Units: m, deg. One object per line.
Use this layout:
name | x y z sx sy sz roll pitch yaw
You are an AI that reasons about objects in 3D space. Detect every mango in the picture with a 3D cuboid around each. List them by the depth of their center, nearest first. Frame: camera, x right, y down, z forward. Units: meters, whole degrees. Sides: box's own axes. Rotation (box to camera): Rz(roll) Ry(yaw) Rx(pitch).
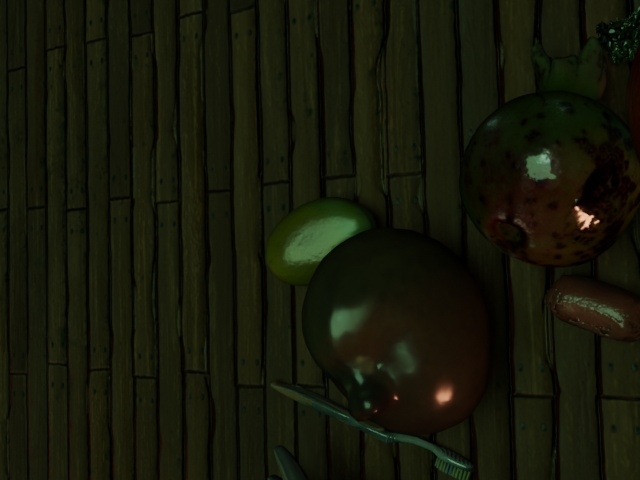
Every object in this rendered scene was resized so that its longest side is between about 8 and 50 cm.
mango | 0.000 0.000 1.292 0.194 0.092 0.130 -18 77 26

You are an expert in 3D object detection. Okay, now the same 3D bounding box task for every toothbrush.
toothbrush | 0.070 0.290 1.275 0.375 0.028 0.037 19 105 31

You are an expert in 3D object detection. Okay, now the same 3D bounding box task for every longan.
longan | 0.104 0.131 1.119 0.243 0.300 0.300 -45 65 48

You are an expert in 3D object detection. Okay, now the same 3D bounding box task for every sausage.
sausage | 0.367 0.088 1.070 0.141 0.076 0.076 20 99 34

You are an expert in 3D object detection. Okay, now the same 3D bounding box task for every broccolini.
broccolini | 0.464 -0.332 1.038 0.071 0.057 0.254 35 116 -17

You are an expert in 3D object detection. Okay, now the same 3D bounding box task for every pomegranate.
pomegranate | 0.303 -0.106 1.060 0.242 0.306 0.242 11 135 11

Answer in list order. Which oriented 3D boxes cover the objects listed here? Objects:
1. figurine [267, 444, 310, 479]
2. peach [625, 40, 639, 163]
figurine | 0.042 0.453 1.147 0.361 0.266 0.378 -35 79 12
peach | 0.500 -0.149 0.825 0.388 0.388 0.388 -1 87 32
